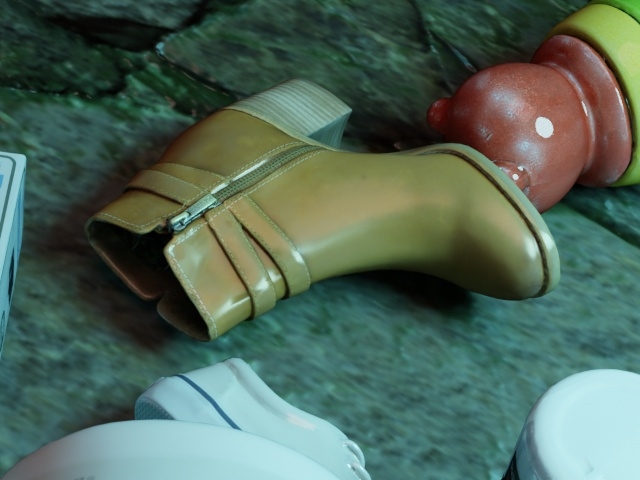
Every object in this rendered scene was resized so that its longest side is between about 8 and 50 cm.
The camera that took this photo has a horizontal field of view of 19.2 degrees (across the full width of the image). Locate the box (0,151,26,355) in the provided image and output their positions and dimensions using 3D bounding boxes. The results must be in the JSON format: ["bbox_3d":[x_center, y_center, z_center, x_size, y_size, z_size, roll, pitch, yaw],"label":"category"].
[{"bbox_3d":[-0.286,0.064,1.185,0.169,0.087,0.290,9,46,-4],"label":"box"}]

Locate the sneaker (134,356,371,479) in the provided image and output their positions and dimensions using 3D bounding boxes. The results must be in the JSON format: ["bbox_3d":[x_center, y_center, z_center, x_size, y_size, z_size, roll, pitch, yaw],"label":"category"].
[{"bbox_3d":[-0.005,0.159,1.155,0.091,0.094,0.258,-29,59,-29],"label":"sneaker"}]

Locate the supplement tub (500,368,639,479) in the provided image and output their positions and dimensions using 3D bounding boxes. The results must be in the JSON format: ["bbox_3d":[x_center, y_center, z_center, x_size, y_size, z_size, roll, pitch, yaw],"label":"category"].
[{"bbox_3d":[0.155,0.175,1.110,0.117,0.190,0.117,7,47,-8],"label":"supplement tub"}]

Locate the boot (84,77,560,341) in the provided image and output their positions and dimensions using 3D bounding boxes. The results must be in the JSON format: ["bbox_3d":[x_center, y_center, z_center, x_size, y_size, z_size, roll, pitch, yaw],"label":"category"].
[{"bbox_3d":[0.000,0.000,1.293,0.283,0.109,0.220,35,48,22],"label":"boot"}]

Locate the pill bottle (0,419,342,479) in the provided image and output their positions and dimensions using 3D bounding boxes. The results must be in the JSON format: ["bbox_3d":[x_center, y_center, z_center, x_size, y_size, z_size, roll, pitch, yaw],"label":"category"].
[{"bbox_3d":[-0.085,0.308,0.904,0.229,0.229,0.408,8,47,-5],"label":"pill bottle"}]

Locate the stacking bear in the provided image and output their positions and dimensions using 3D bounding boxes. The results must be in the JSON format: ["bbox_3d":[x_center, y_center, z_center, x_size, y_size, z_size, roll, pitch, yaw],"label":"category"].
[{"bbox_3d":[0.221,-0.105,1.421,0.289,0.164,0.175,-22,55,-24],"label":"stacking bear"}]
